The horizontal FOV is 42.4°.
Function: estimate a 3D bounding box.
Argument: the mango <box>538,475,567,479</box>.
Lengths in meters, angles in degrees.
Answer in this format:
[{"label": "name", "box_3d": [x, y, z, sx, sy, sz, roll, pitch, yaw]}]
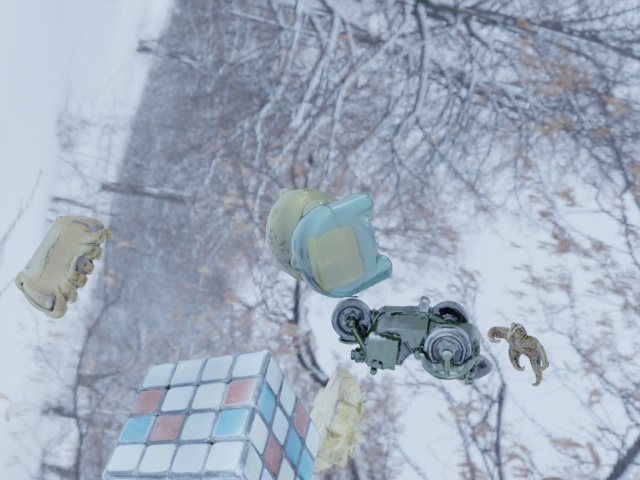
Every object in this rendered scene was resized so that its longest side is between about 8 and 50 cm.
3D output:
[{"label": "mango", "box_3d": [0.498, 0.585, 1.787, 0.151, 0.120, 0.221, -58, 163, -12]}]

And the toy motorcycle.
[{"label": "toy motorcycle", "box_3d": [0.147, 0.173, 1.381, 0.205, 0.275, 0.127, -56, 144, -73]}]

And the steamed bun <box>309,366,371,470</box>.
[{"label": "steamed bun", "box_3d": [0.050, 0.492, 2.245, 0.295, 0.137, 0.292, 123, -14, -53]}]

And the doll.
[{"label": "doll", "box_3d": [0.000, 0.000, 1.441, 0.260, 0.161, 0.177, 29, -39, 68]}]

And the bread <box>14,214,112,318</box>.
[{"label": "bread", "box_3d": [-0.533, 0.048, 1.722, 0.225, 0.134, 0.081, -63, 167, -18]}]

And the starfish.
[{"label": "starfish", "box_3d": [0.498, 0.274, 2.013, 0.074, 0.190, 0.146, -45, -168, -26]}]

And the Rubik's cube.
[{"label": "Rubik's cube", "box_3d": [-0.175, 0.371, 1.422, 0.253, 0.259, 0.256, -76, 149, -48]}]
